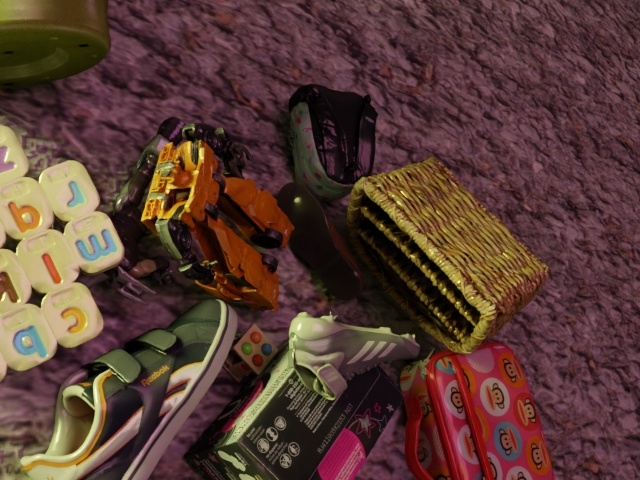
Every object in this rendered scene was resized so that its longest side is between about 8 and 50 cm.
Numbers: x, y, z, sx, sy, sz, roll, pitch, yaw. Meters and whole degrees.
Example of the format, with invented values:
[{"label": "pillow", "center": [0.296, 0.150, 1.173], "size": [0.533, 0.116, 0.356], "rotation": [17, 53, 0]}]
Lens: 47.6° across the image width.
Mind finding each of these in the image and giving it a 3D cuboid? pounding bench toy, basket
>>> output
[{"label": "pounding bench toy", "center": [-0.112, 0.145, 1.010], "size": [0.083, 0.065, 0.052], "rotation": [49, 48, -10]}, {"label": "basket", "center": [0.167, 0.044, 1.164], "size": [0.299, 0.213, 0.223], "rotation": [48, 38, 17]}]

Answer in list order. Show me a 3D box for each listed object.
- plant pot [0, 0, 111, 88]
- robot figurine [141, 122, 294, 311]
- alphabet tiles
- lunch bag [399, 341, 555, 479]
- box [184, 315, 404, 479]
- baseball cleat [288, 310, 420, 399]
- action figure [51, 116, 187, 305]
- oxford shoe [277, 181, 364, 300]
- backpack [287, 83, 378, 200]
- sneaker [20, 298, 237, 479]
[{"label": "plant pot", "center": [-0.399, -0.378, 0.854], "size": [0.366, 0.366, 0.353], "rotation": [-12, 89, -42]}, {"label": "robot figurine", "center": [-0.133, -0.021, 0.970], "size": [0.291, 0.085, 0.211], "rotation": [47, 46, -52]}, {"label": "alphabet tiles", "center": [-0.380, 0.017, 0.826], "size": [0.284, 0.021, 0.278], "rotation": [-26, 86, -25]}, {"label": "lunch bag", "center": [0.243, 0.322, 1.193], "size": [0.258, 0.120, 0.293], "rotation": [-2, 70, -36]}, {"label": "box", "center": [-0.031, 0.248, 0.978], "size": [0.163, 0.142, 0.247], "rotation": [50, 45, -8]}, {"label": "baseball cleat", "center": [0.042, 0.158, 0.951], "size": [0.206, 0.072, 0.109], "rotation": [16, 72, -29]}, {"label": "action figure", "center": [-0.247, -0.029, 0.966], "size": [0.185, 0.099, 0.285], "rotation": [47, 52, -22]}, {"label": "oxford shoe", "center": [0.000, 0.000, 1.182], "size": [0.212, 0.076, 0.076], "rotation": [59, 17, 2]}, {"label": "backpack", "center": [0.019, -0.160, 1.226], "size": [0.152, 0.115, 0.182], "rotation": [2, 70, -26]}, {"label": "sneaker", "center": [-0.219, 0.172, 0.870], "size": [0.127, 0.126, 0.321], "rotation": [46, 50, -21]}]
